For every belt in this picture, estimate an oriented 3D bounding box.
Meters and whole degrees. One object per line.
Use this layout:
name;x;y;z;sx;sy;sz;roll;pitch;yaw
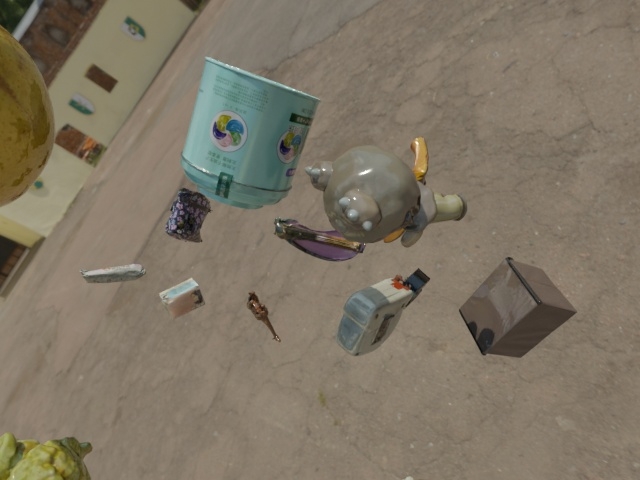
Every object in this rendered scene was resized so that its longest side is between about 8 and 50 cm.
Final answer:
belt;0.340;0.201;1.636;0.078;0.151;0.198;44;98;16

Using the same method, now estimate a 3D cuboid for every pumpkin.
pumpkin;0.305;-0.164;1.430;0.290;0.095;0.258;94;-162;-50

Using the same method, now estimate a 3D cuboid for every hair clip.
hair clip;-0.001;0.002;1.527;0.096;0.359;0.110;-35;46;56

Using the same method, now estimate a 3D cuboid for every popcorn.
popcorn;-0.476;0.396;0.660;0.185;0.188;0.167;108;164;-55

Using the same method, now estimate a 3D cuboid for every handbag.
handbag;-0.524;-0.099;1.661;0.228;0.127;0.207;51;-129;-80

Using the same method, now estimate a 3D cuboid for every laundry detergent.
laundry detergent;-0.182;-0.250;1.037;0.287;0.288;0.304;50;125;57

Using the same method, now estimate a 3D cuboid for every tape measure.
tape measure;0.184;0.263;1.431;0.130;0.258;0.264;32;118;32

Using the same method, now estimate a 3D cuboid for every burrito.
burrito;-0.709;0.116;1.438;0.064;0.203;0.064;13;105;58

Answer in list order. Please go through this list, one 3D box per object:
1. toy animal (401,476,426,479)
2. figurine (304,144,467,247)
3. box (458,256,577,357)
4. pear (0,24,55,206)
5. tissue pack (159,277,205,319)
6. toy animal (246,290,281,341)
toy animal;0.296;0.778;1.214;0.363;0.181;0.180;-136;66;-72
figurine;0.165;-0.094;0.945;0.203;0.381;0.248;-63;39;28
box;0.565;0.203;1.223;0.188;0.154;0.252;-104;32;-47
pear;-0.515;-0.171;0.535;0.315;0.314;0.314;-33;39;31
tissue pack;-0.356;0.150;1.075;0.095;0.074;0.059;-27;36;-24
toy animal;-0.246;0.339;1.836;0.066;0.229;0.224;-37;70;-23
